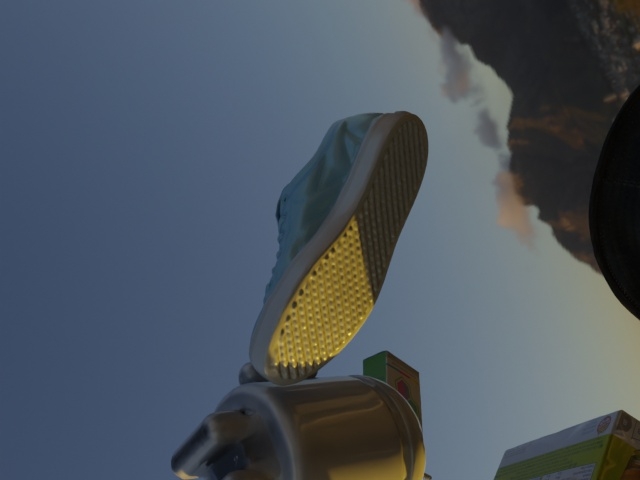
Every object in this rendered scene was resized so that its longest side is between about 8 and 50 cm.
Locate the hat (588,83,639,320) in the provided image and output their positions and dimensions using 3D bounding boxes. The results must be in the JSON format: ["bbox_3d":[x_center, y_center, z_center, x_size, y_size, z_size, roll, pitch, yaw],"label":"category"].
[{"bbox_3d":[0.395,-0.029,0.617,0.134,0.331,0.331,-23,-90,-60],"label":"hat"}]

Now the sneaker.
[{"bbox_3d":[0.000,0.000,0.852,0.135,0.150,0.366,48,-116,-40],"label":"sneaker"}]

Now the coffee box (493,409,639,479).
[{"bbox_3d":[0.441,0.517,1.042,0.338,0.338,0.334,33,-121,1],"label":"coffee box"}]

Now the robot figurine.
[{"bbox_3d":[-0.006,0.275,0.884,0.353,0.200,0.300,7,-131,-41],"label":"robot figurine"}]

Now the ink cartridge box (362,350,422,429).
[{"bbox_3d":[0.134,0.323,1.285,0.109,0.062,0.209,37,-140,-33],"label":"ink cartridge box"}]
